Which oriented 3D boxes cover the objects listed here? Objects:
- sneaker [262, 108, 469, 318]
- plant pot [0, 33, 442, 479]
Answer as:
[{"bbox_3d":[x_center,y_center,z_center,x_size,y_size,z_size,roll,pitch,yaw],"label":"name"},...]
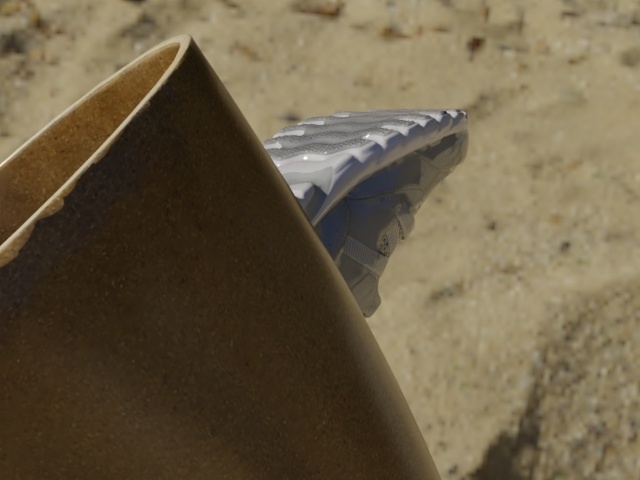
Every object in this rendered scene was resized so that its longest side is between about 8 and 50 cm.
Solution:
[{"bbox_3d":[0.000,0.000,1.020,0.105,0.115,0.281,3,29,42],"label":"sneaker"},{"bbox_3d":[-0.058,0.091,0.651,0.254,0.237,0.237,48,11,-13],"label":"plant pot"}]
